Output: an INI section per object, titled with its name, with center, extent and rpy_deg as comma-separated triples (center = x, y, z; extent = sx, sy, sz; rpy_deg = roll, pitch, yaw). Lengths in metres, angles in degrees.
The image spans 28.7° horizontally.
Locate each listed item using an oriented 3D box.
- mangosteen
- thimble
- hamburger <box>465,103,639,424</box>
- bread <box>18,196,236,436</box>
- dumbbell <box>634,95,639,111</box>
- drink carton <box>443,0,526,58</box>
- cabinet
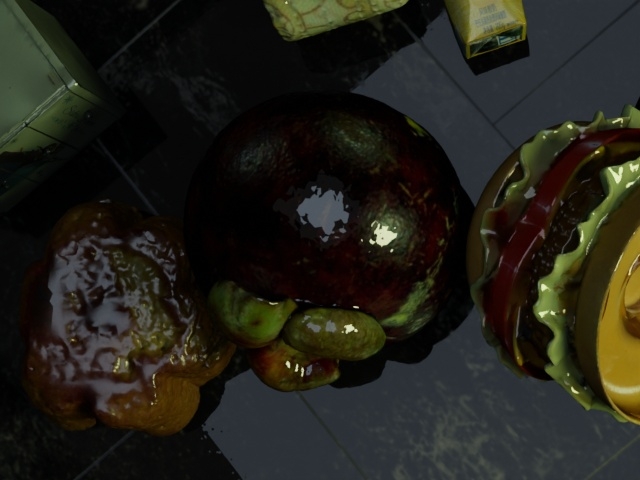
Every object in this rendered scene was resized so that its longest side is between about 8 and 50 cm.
[mangosteen]
center = 0.000, 0.000, 1.171
extent = 0.287, 0.288, 0.288
rpy_deg = -1, 84, 11
[thimble]
center = 0.001, -0.307, 1.281
extent = 0.143, 0.137, 0.191
rpy_deg = -20, 66, 10
[hamburger]
center = 0.257, 0.016, 1.137
extent = 0.212, 0.274, 0.274
rpy_deg = 30, 90, 49
[bread]
center = -0.198, 0.077, 1.277
extent = 0.232, 0.135, 0.247
rpy_deg = 3, 85, 7
[dumbbell]
center = 0.420, -0.115, 1.176
extent = 0.225, 0.124, 0.140
rpy_deg = 38, 58, 13
[drink carton]
center = 0.148, -0.293, 1.280
extent = 0.084, 0.074, 0.200
rpy_deg = -18, 80, 8
[cabinet]
center = -0.345, -0.135, 1.322
extent = 0.206, 0.145, 0.150
rpy_deg = -39, 79, 5
